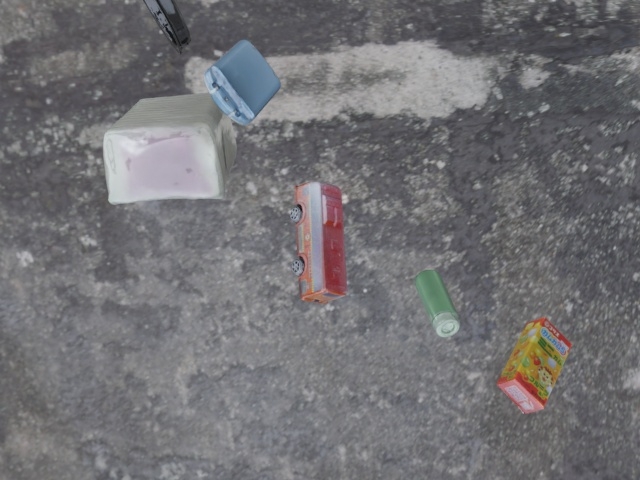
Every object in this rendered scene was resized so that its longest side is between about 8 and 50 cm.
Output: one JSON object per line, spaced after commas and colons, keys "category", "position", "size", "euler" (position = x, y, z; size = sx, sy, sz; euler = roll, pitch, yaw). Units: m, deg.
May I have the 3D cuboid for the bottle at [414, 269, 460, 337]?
{"category": "bottle", "position": [0.123, 0.066, 0.772], "size": [0.030, 0.083, 0.030], "euler": [-5, 125, -7]}

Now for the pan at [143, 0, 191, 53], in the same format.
{"category": "pan", "position": [-0.189, -0.283, 0.755], "size": [0.028, 0.235, 0.136], "euler": [-33, 72, -2]}

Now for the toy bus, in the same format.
{"category": "toy bus", "position": [0.000, 0.000, 1.154], "size": [0.077, 0.065, 0.192], "euler": [-19, 67, 44]}

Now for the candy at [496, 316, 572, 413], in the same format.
{"category": "candy", "position": [0.294, 0.170, 1.004], "size": [0.062, 0.122, 0.038], "euler": [45, 145, -8]}

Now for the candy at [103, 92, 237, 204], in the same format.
{"category": "candy", "position": [-0.276, -0.182, 1.398], "size": [0.208, 0.359, 0.145], "euler": [-4, 110, 0]}

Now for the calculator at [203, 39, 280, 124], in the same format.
{"category": "calculator", "position": [-0.139, -0.294, 1.347], "size": [0.039, 0.210, 0.121], "euler": [-26, 112, 31]}
